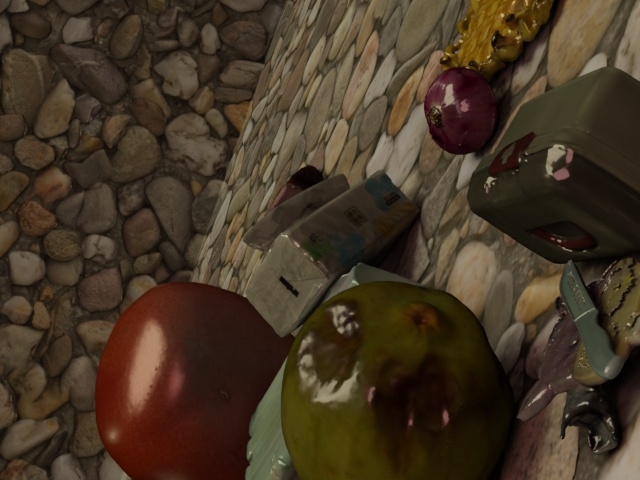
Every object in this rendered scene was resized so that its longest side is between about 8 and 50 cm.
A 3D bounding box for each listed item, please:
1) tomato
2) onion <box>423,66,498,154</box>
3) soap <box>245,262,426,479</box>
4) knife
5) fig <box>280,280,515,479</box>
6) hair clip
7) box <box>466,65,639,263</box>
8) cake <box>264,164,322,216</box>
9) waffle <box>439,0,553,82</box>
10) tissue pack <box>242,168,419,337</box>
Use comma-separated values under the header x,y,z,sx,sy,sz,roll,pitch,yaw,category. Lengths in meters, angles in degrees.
x,y,z,sx,sy,sz,roll,pitch,yaw,category
-0.172,0.227,1.904,0.273,0.341,0.341,138,150,-63,tomato
0.186,-0.170,1.627,0.104,0.115,0.115,-25,-13,-33,onion
0.018,0.202,1.654,0.208,0.115,0.347,-93,27,-57,soap
0.231,0.068,1.084,0.028,0.015,0.210,-57,11,18,knife
0.069,0.180,1.270,0.239,0.240,0.271,-89,17,-54,fig
0.242,0.095,1.100,0.146,0.056,0.187,-39,29,51,hair clip
0.242,-0.063,1.151,0.129,0.148,0.210,-60,12,-14,box
-0.033,-0.067,2.348,0.116,0.113,0.295,-60,4,12,cake
0.243,-0.311,1.667,0.280,0.060,0.262,-59,15,24,waffle
0.000,0.000,1.763,0.229,0.145,0.159,-34,-14,-43,tissue pack
